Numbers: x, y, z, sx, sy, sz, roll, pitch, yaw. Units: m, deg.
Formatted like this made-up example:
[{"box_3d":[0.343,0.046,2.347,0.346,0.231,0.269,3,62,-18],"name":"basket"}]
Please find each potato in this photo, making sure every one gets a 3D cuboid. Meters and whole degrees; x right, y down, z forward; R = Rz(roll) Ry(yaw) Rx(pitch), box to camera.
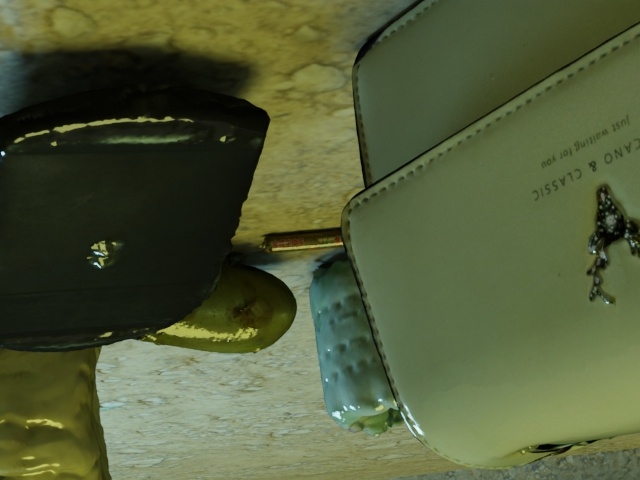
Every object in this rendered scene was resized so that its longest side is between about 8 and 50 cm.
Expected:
[{"box_3d":[-0.102,0.050,0.998,0.188,0.085,0.105,6,-179,-26],"name":"potato"}]

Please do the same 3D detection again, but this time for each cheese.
[{"box_3d":[-0.242,0.153,1.062,0.117,0.214,0.226,-10,156,-3],"name":"cheese"}]

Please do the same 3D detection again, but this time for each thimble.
[{"box_3d":[0.081,0.093,1.090,0.185,0.149,0.211,-2,163,-21],"name":"thimble"}]

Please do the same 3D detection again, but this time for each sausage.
[{"box_3d":[0.000,0.000,0.978,0.100,0.015,0.015,-5,163,-5],"name":"sausage"}]

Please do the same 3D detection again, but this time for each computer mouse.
[{"box_3d":[-0.139,-0.022,0.749,0.168,0.087,0.295,-2,150,-24],"name":"computer mouse"}]

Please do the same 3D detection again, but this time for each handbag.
[{"box_3d":[0.169,-0.042,0.527,0.160,0.237,0.358,2,161,-33],"name":"handbag"}]
